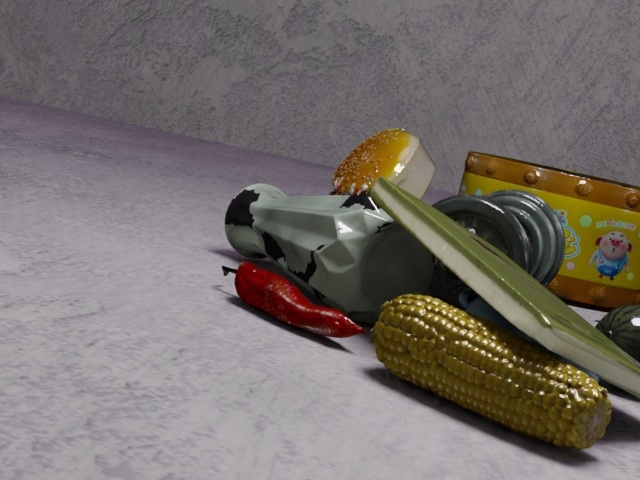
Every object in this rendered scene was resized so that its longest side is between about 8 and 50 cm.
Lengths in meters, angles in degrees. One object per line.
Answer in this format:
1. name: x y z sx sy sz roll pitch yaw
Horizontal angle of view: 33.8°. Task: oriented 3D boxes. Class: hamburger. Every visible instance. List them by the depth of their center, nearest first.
1. hamburger: 0.121 -0.125 2.150 0.151 0.227 0.295 34 2 -9

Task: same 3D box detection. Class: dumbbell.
1. dumbbell: 0.246 0.016 1.532 0.179 0.179 0.406 15 9 20

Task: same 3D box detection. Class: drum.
1. drum: 0.449 -0.021 1.940 0.431 0.214 0.431 11 8 -2

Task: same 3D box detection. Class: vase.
1. vase: 0.000 0.000 1.411 0.165 0.165 0.360 7 7 -32

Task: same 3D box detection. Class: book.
1. book: 0.215 0.054 1.141 0.239 0.035 0.352 27 11 -34

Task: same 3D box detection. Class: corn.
1. corn: 0.157 0.123 1.015 0.260 0.091 0.091 21 46 42

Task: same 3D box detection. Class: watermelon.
1. watermelon: 0.362 0.122 1.225 0.133 0.105 0.105 27 1 -26

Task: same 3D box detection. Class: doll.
1. doll: 0.231 0.125 1.200 0.180 0.075 0.120 35 13 -23

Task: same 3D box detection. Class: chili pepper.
1. chili pepper: -0.046 0.071 1.227 0.050 0.059 0.268 -37 37 -24
